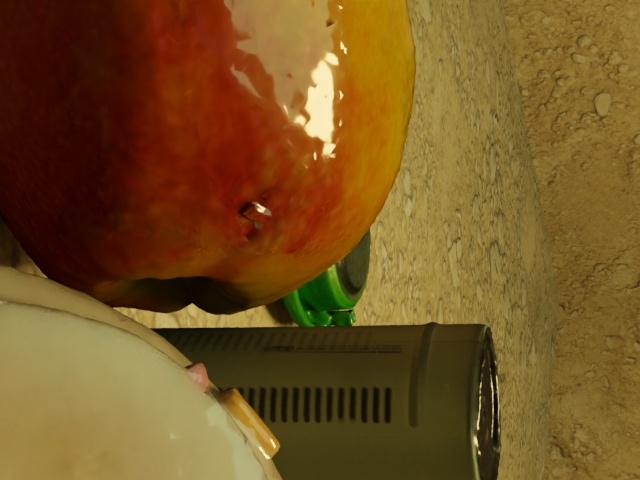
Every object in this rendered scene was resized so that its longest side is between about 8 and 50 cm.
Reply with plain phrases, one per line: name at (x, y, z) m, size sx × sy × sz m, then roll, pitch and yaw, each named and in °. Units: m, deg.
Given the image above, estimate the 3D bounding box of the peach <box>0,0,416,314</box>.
peach at (-0.090, -0.138, 0.743) m, size 0.372 × 0.289 × 0.373 m, roll -7°, pitch 90°, yaw -73°

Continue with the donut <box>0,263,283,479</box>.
donut at (-0.170, 0.194, 0.459) m, size 0.382 × 0.142 × 0.383 m, roll 10°, pitch 69°, yaw -27°

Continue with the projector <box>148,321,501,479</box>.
projector at (-0.057, 0.106, 0.736) m, size 0.108 × 0.337 × 0.108 m, roll -2°, pitch 90°, yaw -74°

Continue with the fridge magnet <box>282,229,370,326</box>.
fridge magnet at (0.000, 0.000, 1.286) m, size 0.208 × 0.088 × 0.208 m, roll -2°, pitch 90°, yaw -71°
